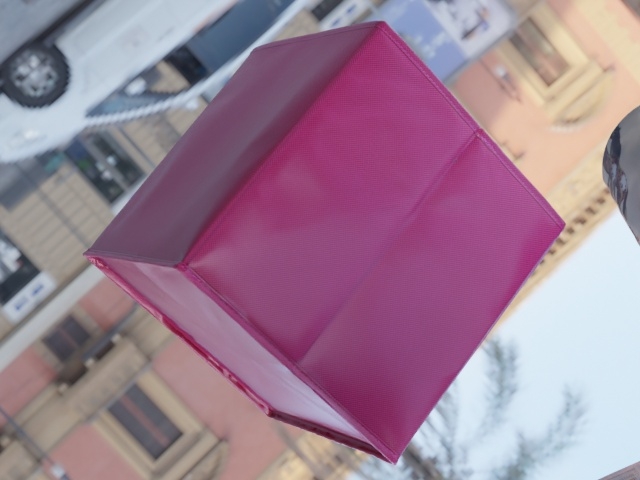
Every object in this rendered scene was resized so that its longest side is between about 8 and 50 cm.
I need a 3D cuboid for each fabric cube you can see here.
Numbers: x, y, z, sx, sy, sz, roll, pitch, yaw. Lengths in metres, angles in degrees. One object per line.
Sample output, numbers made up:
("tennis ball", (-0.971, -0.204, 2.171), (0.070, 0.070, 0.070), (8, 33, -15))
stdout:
("fabric cube", (0.000, 0.000, 1.101), (0.258, 0.259, 0.254), (-53, -157, -16))

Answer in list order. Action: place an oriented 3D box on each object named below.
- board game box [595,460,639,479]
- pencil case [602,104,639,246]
("board game box", (0.070, 0.241, 0.714), (0.318, 0.066, 0.319), (-26, 177, 7))
("pencil case", (0.416, 0.012, 1.226), (0.183, 0.160, 0.410), (-42, -142, 23))
